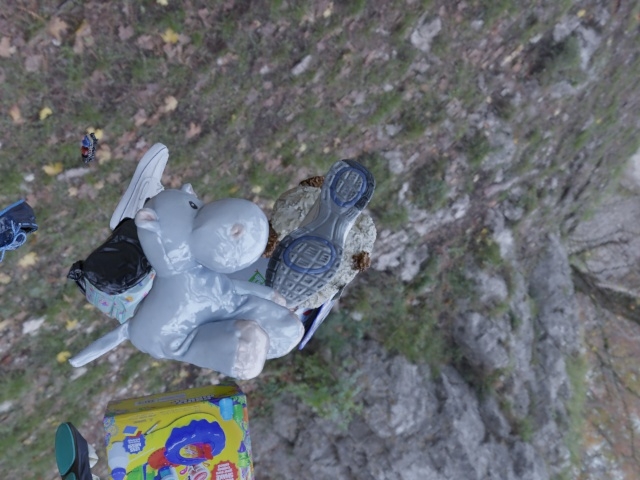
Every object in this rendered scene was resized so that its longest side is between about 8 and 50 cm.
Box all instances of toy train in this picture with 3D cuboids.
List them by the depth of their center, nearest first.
[{"bbox_3d":[-0.585,-0.232,1.567,0.036,0.027,0.158,-29,178,-28],"label":"toy train"}]

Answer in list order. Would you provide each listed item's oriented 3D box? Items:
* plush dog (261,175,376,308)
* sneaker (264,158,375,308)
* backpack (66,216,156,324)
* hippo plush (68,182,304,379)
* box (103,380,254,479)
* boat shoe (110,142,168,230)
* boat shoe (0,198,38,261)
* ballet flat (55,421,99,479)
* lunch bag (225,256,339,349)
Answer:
[{"bbox_3d":[-0.008,-0.011,1.309,0.262,0.225,0.210,-49,-175,-13],"label":"plush dog"},{"bbox_3d":[0.000,0.000,1.100,0.297,0.111,0.129,-56,178,-20],"label":"sneaker"},{"bbox_3d":[-0.328,0.062,1.027,0.152,0.115,0.182,-44,174,-34],"label":"backpack"},{"bbox_3d":[-0.167,0.039,0.881,0.234,0.294,0.237,-45,137,-72],"label":"hippo plush"},{"bbox_3d":[-0.301,0.478,1.348,0.289,0.279,0.177,-7,179,-16],"label":"box"},{"bbox_3d":[-0.446,-0.125,1.611,0.258,0.084,0.095,-65,174,-2],"label":"boat shoe"},{"bbox_3d":[-0.664,-0.021,1.328,0.109,0.089,0.258,-27,-163,13],"label":"boat shoe"},{"bbox_3d":[-0.453,0.436,1.171,0.074,0.203,0.074,-16,136,-16],"label":"ballet flat"},{"bbox_3d":[-0.109,0.150,1.584,0.385,0.239,0.328,-19,158,-20],"label":"lunch bag"}]
